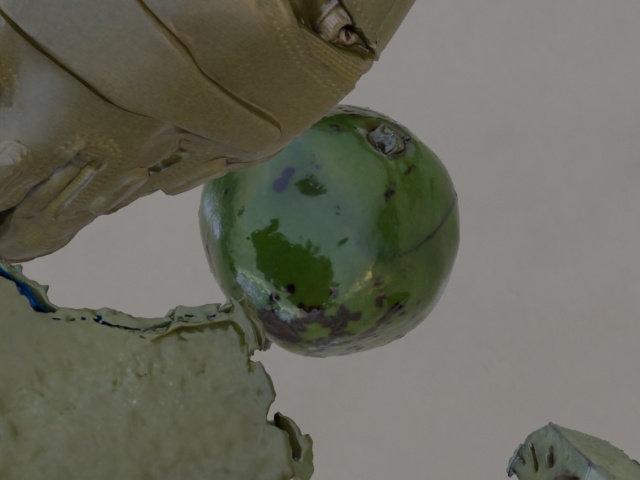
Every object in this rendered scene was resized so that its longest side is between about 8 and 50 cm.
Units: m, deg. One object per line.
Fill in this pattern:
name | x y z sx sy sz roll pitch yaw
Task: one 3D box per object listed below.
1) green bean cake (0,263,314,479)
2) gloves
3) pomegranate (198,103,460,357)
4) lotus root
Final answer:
green bean cake | -0.193 0.121 1.502 0.310 0.202 0.285 -13 79 -19
gloves | -0.060 -0.095 0.650 0.331 0.154 0.141 -45 32 -2
pomegranate | 0.000 0.000 1.746 0.270 0.254 0.254 -54 50 21
lotus root | 0.260 0.224 1.698 0.143 0.144 0.070 33 99 58
